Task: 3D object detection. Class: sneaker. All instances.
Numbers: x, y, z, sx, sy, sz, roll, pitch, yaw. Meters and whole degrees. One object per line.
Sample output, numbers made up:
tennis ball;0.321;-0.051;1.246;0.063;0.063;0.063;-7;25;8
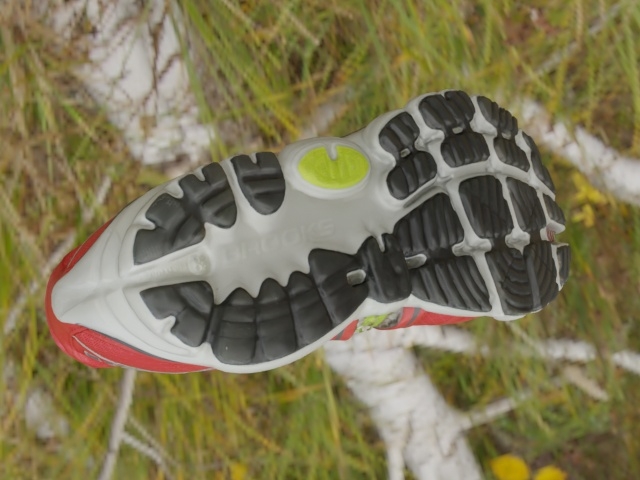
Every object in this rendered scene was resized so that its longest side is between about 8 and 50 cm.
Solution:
sneaker;0.000;0.000;0.680;0.279;0.107;0.118;-7;172;-42
